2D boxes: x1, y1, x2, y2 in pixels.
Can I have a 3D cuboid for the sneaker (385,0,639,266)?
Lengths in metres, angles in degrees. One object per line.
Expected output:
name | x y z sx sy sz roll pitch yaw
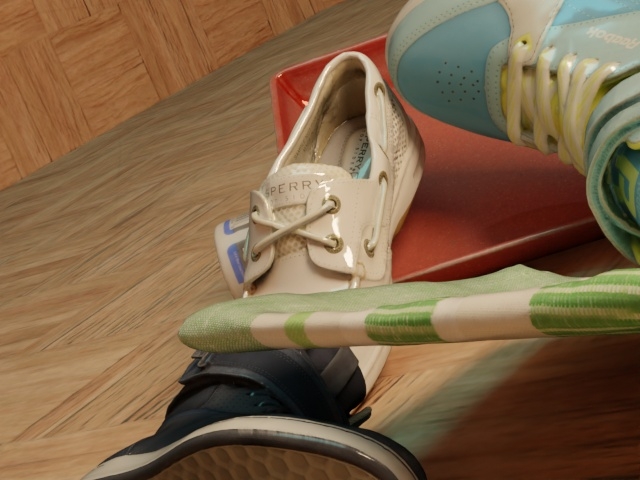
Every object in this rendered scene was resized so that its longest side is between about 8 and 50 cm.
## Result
sneaker | 0.153 -0.072 0.919 0.319 0.127 0.208 5 33 28

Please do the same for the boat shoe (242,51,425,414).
boat shoe | -0.006 -0.006 0.975 0.098 0.096 0.277 -7 42 20

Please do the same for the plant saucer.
plant saucer | 0.102 -0.063 1.097 0.259 0.048 0.258 -17 40 8

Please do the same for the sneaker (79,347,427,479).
sneaker | -0.007 0.089 0.780 0.226 0.086 0.163 -13 18 46

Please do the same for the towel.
towel | 0.136 0.018 0.697 0.248 0.038 0.325 -3 -2 -43

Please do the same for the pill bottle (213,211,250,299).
pill bottle | 0.000 0.000 1.179 0.137 0.078 0.078 -21 12 8
